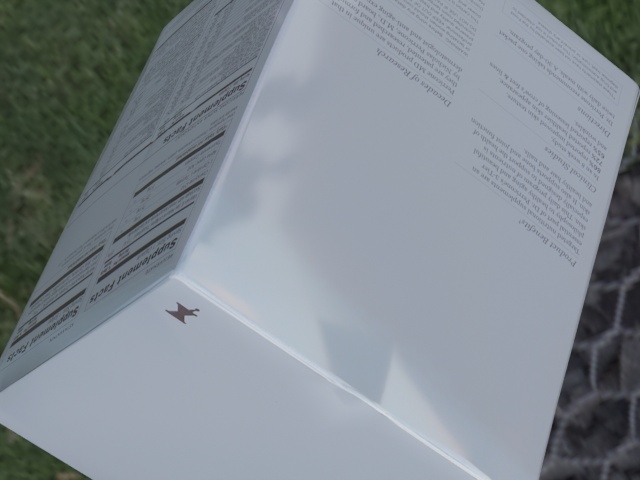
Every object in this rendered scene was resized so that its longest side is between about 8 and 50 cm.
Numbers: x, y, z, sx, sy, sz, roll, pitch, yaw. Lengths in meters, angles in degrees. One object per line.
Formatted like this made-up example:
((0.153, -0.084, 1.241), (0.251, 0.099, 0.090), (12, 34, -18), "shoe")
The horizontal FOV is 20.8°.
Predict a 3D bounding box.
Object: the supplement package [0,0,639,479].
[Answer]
((0.000, 0.000, 0.866), (0.198, 0.199, 0.262), (-32, 30, 48), "supplement package")
